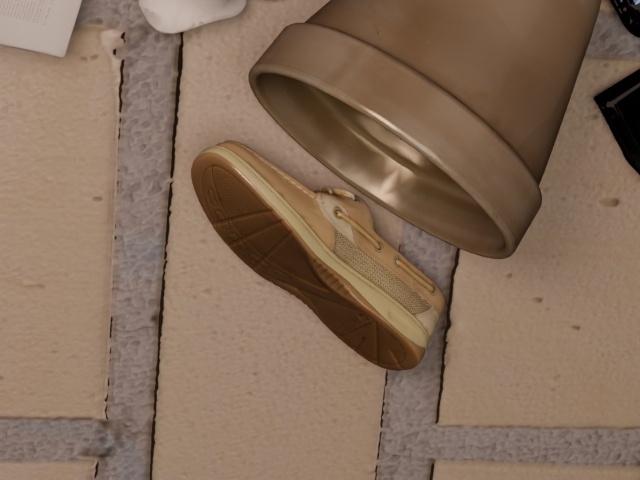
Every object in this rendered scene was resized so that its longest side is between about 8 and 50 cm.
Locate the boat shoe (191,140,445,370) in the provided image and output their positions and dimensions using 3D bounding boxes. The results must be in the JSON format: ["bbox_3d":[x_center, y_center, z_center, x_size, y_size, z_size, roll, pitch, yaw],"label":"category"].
[{"bbox_3d":[0.000,0.000,1.710,0.341,0.121,0.110,45,57,-21],"label":"boat shoe"}]

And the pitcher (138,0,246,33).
[{"bbox_3d":[-0.087,-0.310,1.566,0.177,0.125,0.207,-12,149,-21],"label":"pitcher"}]

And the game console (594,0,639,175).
[{"bbox_3d":[0.375,-0.250,1.729,0.213,0.044,0.361,-33,108,0],"label":"game console"}]

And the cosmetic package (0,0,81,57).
[{"bbox_3d":[-0.326,-0.384,1.473,0.284,0.097,0.377,7,107,-47],"label":"cosmetic package"}]

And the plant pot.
[{"bbox_3d":[0.133,-0.186,1.593,0.323,0.323,0.280,37,80,-17],"label":"plant pot"}]
